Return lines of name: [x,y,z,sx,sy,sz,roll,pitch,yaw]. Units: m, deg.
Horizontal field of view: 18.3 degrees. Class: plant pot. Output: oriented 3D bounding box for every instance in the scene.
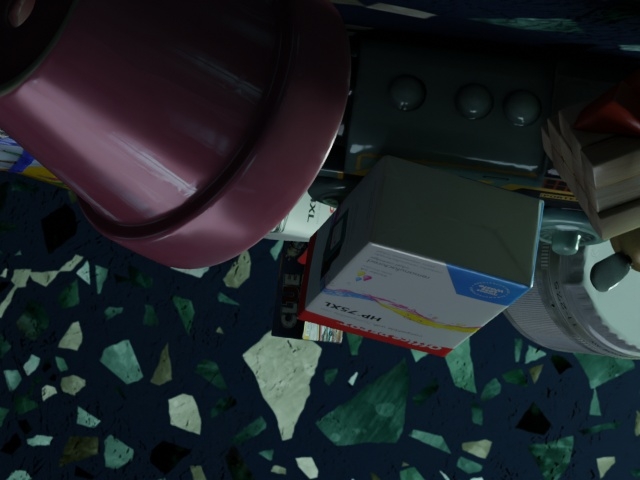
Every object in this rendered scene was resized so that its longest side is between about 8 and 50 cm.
plant pot: [-0.113,-0.105,1.196,0.180,0.201,0.201,29,164,-40]

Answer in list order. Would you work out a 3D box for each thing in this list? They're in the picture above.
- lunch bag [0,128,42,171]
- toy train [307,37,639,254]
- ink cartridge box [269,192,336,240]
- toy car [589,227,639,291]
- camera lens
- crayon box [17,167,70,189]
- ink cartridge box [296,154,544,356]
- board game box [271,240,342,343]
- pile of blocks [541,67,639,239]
lunch bag: [-0.295,-0.114,1.644,0.243,0.115,0.303,5,179,-12]
toy train: [0.122,-0.085,1.561,0.333,0.142,0.190,9,165,1]
ink cartridge box: [-0.059,-0.081,1.837,0.085,0.148,0.203,3,177,31]
toy car: [0.332,-0.012,1.877,0.188,0.155,0.149,-4,-177,-30]
camera lens: [0.337,0.026,2.326,0.219,0.219,0.274,8,177,-17]
crayon box: [-0.129,-0.081,2.160,0.313,0.106,0.363,4,170,44]
ink cartridge box: [0.068,0.024,1.572,0.134,0.078,0.231,15,156,-12]
board game box: [0.000,0.000,2.394,0.042,0.243,0.165,7,177,18]
pile of blocks: [0.317,-0.097,1.264,0.362,0.149,0.113,-3,133,11]
